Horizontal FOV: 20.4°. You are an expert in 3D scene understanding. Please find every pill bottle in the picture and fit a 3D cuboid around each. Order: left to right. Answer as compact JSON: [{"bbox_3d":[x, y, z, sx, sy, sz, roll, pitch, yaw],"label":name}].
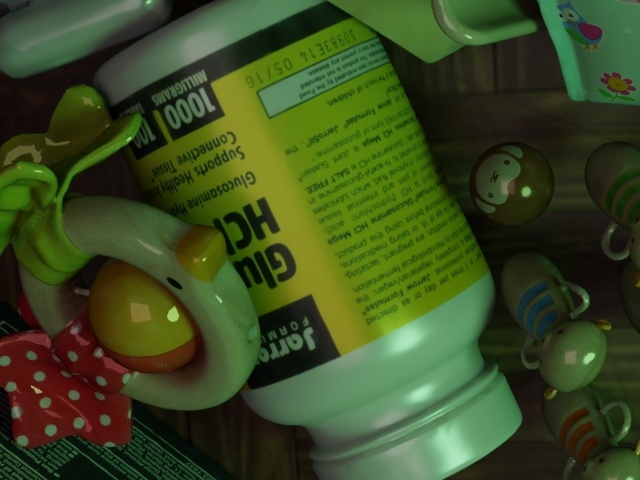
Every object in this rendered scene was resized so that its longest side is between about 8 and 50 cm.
[{"bbox_3d":[0.000,0.000,1.183,0.188,0.188,0.334,-25,93,20],"label":"pill bottle"}]

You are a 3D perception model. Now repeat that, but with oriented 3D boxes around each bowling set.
[{"bbox_3d":[0.181,0.033,1.117,0.200,0.154,0.287,22,112,-24],"label":"bowling set"}]

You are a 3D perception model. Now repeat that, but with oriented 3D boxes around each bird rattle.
[{"bbox_3d":[-0.135,0.046,1.120,0.207,0.143,0.253,15,128,26],"label":"bird rattle"}]

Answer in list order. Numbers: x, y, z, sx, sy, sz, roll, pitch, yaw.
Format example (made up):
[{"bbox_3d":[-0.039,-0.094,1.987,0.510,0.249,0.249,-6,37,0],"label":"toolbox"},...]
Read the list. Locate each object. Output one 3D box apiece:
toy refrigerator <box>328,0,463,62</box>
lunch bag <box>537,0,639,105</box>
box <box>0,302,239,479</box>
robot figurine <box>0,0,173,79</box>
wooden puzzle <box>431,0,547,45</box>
[{"bbox_3d":[0.025,-0.200,1.082,0.094,0.269,0.102,-29,68,20],"label":"toy refrigerator"},{"bbox_3d":[0.228,-0.194,1.009,0.223,0.262,0.160,8,60,27],"label":"lunch bag"},{"bbox_3d":[-0.218,0.226,1.242,0.296,0.294,0.183,36,109,8],"label":"box"},{"bbox_3d":[-0.175,-0.258,1.176,0.353,0.200,0.300,-13,72,19],"label":"robot figurine"},{"bbox_3d":[0.118,-0.245,1.078,0.044,0.221,0.238,-3,100,28],"label":"wooden puzzle"}]
